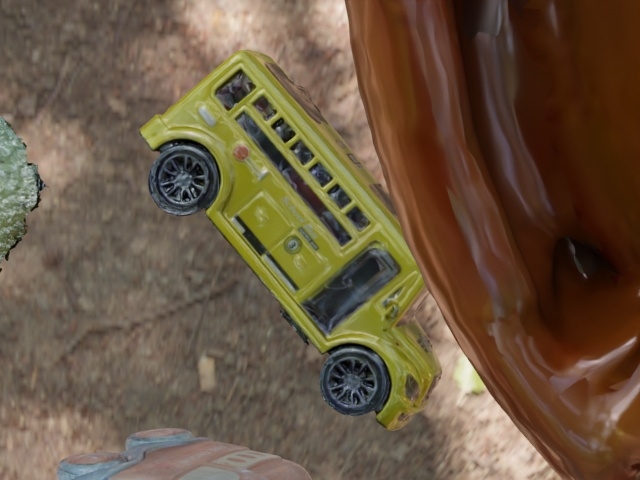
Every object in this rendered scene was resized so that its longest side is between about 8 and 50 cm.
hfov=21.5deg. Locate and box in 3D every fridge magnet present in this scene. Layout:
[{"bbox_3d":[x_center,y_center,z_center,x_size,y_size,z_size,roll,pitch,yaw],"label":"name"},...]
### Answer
[{"bbox_3d":[0.179,-0.073,0.430,0.363,0.155,0.364,0,90,-23],"label":"fridge magnet"}]

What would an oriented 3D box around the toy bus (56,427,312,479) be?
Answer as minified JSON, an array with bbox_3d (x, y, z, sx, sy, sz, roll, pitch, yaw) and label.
[{"bbox_3d":[-0.113,0.295,1.639,0.232,0.294,0.197,-2,92,22],"label":"toy bus"}]

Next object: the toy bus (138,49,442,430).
[{"bbox_3d":[0.000,0.000,1.438,0.151,0.145,0.331,-41,85,9],"label":"toy bus"}]

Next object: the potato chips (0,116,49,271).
[{"bbox_3d":[-0.240,-0.016,1.060,0.142,0.026,0.209,-13,83,-14],"label":"potato chips"}]
